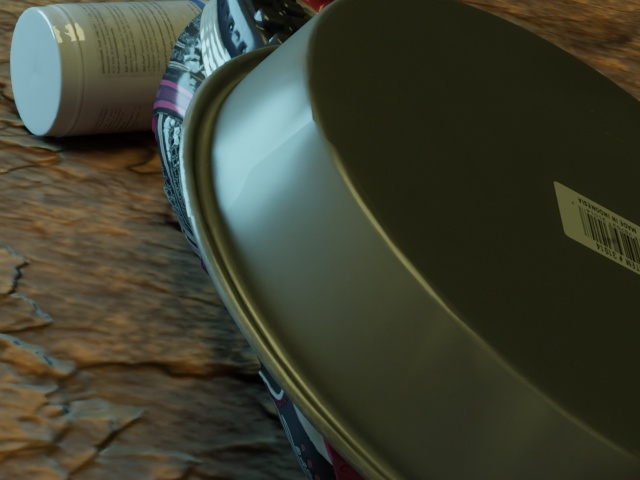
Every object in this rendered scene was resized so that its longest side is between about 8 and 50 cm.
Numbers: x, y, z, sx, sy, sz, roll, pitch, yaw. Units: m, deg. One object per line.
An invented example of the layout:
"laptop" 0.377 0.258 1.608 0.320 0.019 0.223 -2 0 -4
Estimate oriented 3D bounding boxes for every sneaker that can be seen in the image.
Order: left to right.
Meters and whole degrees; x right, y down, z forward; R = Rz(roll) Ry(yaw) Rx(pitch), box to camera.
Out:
"sneaker" 0.000 0.000 0.722 0.121 0.112 0.299 21 33 -28

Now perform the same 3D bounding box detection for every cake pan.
"cake pan" 0.088 0.013 0.632 0.293 0.054 0.293 27 31 -19

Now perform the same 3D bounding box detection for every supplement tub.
"supplement tub" -0.103 -0.092 0.930 0.107 0.071 0.071 -5 28 -32
